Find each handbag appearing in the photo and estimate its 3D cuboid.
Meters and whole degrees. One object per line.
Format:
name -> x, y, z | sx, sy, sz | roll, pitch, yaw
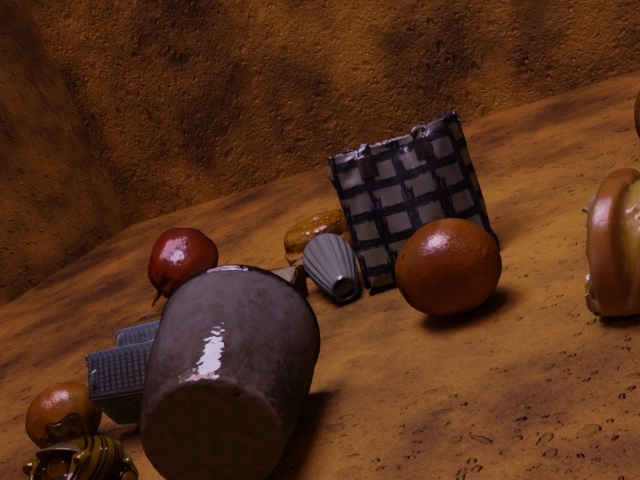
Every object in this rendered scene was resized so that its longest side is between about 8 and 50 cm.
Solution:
handbag -> 0.205, -0.089, 1.974 | 0.325, 0.327, 0.162 | -18, 10, 10

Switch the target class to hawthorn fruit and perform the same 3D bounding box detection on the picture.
hawthorn fruit -> -0.424, 0.090, 2.583 | 0.210, 0.210, 0.262 | -11, 40, 40

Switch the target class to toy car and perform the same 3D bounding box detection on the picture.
toy car -> -0.429, 0.410, 1.445 | 0.200, 0.142, 0.248 | -15, 17, 25

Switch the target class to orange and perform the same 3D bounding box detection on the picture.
orange -> 0.243, 0.053, 1.662 | 0.206, 0.206, 0.206 | -21, 14, 5
orange -> -0.522, 0.367, 1.770 | 0.155, 0.154, 0.134 | -29, 57, -24

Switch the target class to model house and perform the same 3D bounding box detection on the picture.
model house -> -0.322, 0.256, 1.746 | 0.224, 0.198, 0.215 | -13, 11, 32

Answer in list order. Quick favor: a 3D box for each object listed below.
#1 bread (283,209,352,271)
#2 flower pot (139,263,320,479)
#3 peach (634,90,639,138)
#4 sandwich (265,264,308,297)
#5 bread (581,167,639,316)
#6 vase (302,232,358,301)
bread -> -0.003, 0.001, 2.379 | 0.198, 0.120, 0.236 | -21, 13, 16
flower pot -> -0.159, 0.234, 1.423 | 0.293, 0.293, 0.330 | -19, 19, 13
peach -> 0.822, -0.281, 1.948 | 0.231, 0.231, 0.231 | -21, 14, 5
sandwich -> -0.170, 0.163, 2.040 | 0.271, 0.099, 0.301 | -16, 15, 7
bread -> 0.558, -0.020, 1.404 | 0.270, 0.211, 0.316 | -10, 21, 38
vase -> 0.032, 0.070, 2.075 | 0.128, 0.128, 0.248 | -23, 23, -2
